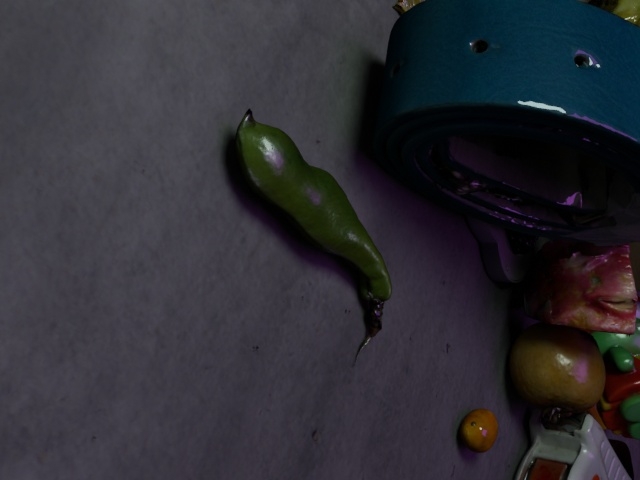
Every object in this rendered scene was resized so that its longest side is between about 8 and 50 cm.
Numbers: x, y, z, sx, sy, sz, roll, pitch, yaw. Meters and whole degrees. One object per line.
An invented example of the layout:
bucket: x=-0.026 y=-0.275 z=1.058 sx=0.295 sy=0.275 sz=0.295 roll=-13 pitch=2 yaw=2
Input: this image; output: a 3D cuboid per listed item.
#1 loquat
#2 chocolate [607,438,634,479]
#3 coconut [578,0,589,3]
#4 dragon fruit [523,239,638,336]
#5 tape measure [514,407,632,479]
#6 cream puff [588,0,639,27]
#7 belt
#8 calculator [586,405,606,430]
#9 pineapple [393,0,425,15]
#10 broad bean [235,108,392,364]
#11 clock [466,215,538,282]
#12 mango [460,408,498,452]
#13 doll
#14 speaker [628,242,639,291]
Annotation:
loquat: x=0.366 y=0.199 z=1.060 sx=0.163 sy=0.137 sz=0.163 roll=32 pitch=54 yaw=-58
chocolate: x=0.566 y=0.446 z=1.325 sx=0.125 sy=0.080 sz=0.149 roll=-45 pitch=119 yaw=-41
coconut: x=0.327 y=-0.433 z=1.008 sx=0.204 sy=0.235 sz=0.236 roll=-78 pitch=150 yaw=-68
dragon fruit: x=0.378 y=0.045 z=1.043 sx=0.274 sy=0.126 sz=0.161 roll=-36 pitch=135 yaw=-86
tape measure: x=0.404 y=0.430 z=1.102 sx=0.258 sy=0.130 sz=0.265 roll=53 pitch=56 yaw=-30
cream puff: x=0.514 y=-0.273 z=1.106 sx=0.257 sy=0.324 sz=0.291 roll=18 pitch=77 yaw=-5
belt: x=0.266 y=-0.124 z=0.821 sx=0.436 sy=0.300 sz=0.173 roll=16 pitch=75 yaw=-31
calculator: x=0.541 y=0.286 z=1.343 sx=0.235 sy=0.032 sz=0.146 roll=54 pitch=50 yaw=-31
pineapple: x=0.128 y=-0.299 z=0.900 sx=0.083 sy=0.019 sz=0.045 roll=37 pitch=64 yaw=-39
broad bean: x=0.005 y=-0.008 z=0.710 sx=0.098 sy=0.056 sz=0.318 roll=-57 pitch=130 yaw=-35
clock: x=0.295 y=-0.041 z=1.049 sx=0.172 sy=0.064 sz=0.198 roll=-49 pitch=124 yaw=-39
mango: x=0.226 y=0.267 z=0.965 sx=0.089 sy=0.046 sz=0.060 roll=20 pitch=74 yaw=-61
doll: x=0.504 y=0.174 z=1.195 sx=0.183 sy=0.160 sz=0.363 roll=51 pitch=30 yaw=-28
speaker: x=0.543 y=-0.048 z=1.121 sx=0.153 sy=0.192 sz=0.231 roll=-20 pitch=97 yaw=-70
